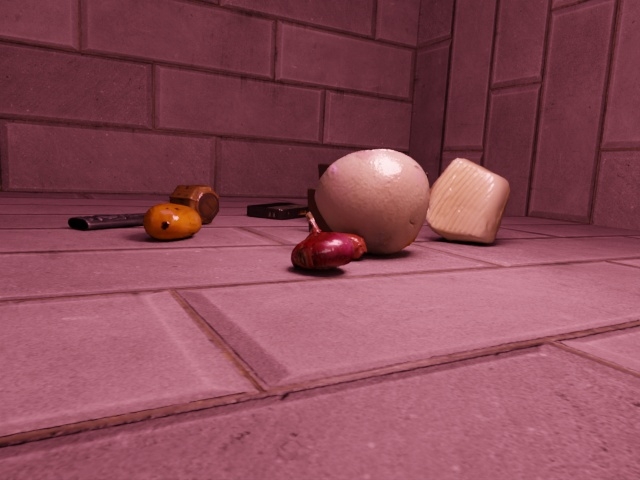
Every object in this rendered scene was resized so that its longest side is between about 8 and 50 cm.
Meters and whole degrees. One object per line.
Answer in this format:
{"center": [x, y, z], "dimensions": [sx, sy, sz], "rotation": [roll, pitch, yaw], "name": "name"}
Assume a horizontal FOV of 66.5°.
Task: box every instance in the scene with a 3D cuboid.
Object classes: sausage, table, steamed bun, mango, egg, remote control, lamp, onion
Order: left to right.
{"center": [-0.685, -0.072, 1.722], "dimensions": [0.107, 0.044, 0.377], "rotation": [3, 7, 29], "name": "remote control"}
{"center": [-0.450, -0.062, 1.501], "dimensions": [0.157, 0.109, 0.262], "rotation": [-1, 6, -2], "name": "mango"}
{"center": [-0.492, -0.142, 1.903], "dimensions": [0.184, 0.162, 0.161], "rotation": [5, 7, 39], "name": "lamp"}
{"center": [0.000, 0.000, 1.127], "dimensions": [0.149, 0.140, 0.150], "rotation": [-10, -3, 0], "name": "onion"}
{"center": [0.054, 0.014, 1.293], "dimensions": [0.141, 0.076, 0.076], "rotation": [5, 8, 11], "name": "sausage"}
{"center": [0.110, -0.163, 1.855], "dimensions": [0.281, 0.197, 0.251], "rotation": [5, 32, 9], "name": "table"}
{"center": [0.156, -0.080, 1.357], "dimensions": [0.336, 0.337, 0.201], "rotation": [2, 44, -8], "name": "egg"}
{"center": [0.547, -0.129, 1.790], "dimensions": [0.273, 0.291, 0.272], "rotation": [27, 13, 26], "name": "steamed bun"}

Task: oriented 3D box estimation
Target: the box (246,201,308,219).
{"center": [-0.186, -0.145, 2.391], "dimensions": [0.211, 0.058, 0.350], "rotation": [9, 10, 26], "name": "box"}
